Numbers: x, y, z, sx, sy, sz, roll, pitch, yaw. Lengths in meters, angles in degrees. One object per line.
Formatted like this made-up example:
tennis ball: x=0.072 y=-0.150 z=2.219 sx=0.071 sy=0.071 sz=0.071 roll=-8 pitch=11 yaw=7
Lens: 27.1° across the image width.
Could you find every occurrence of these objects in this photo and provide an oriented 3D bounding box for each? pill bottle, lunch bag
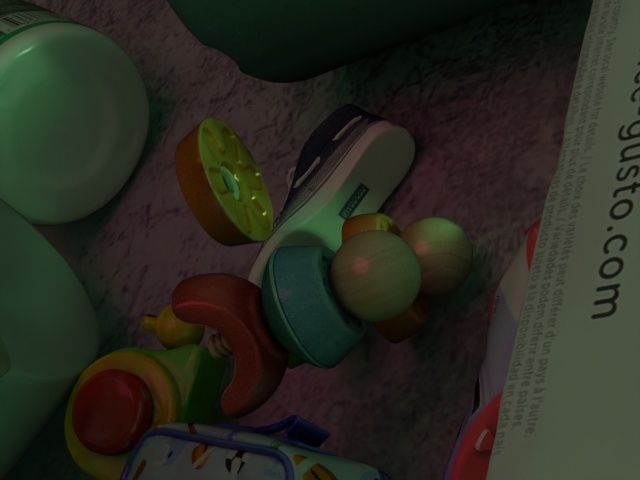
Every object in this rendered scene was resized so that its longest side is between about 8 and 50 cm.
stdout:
pill bottle: x=-0.353 y=-0.161 z=1.408 sx=0.361 sy=0.204 sz=0.204 roll=27 pitch=84 yaw=48
lunch bag: x=-0.059 y=0.238 z=0.897 sx=0.303 sy=0.115 sz=0.243 roll=-5 pitch=66 yaw=61

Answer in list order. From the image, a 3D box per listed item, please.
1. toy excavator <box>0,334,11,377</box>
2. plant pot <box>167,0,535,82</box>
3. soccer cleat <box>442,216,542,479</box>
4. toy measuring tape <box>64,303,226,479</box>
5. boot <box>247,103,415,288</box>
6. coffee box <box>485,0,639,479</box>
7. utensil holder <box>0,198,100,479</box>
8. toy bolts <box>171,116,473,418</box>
toy excavator: x=-0.267 y=0.334 z=0.901 sx=0.222 sy=0.433 sz=0.445 roll=-6 pitch=41 yaw=12
plant pot: x=0.048 y=-0.302 z=1.067 sx=0.334 sy=0.341 sz=0.341 roll=-21 pitch=52 yaw=42
soccer cleat: x=0.139 y=0.094 z=0.909 sx=0.248 sy=0.083 sz=0.095 roll=-69 pitch=14 yaw=-8
toy measuring tape: x=-0.168 y=0.206 z=1.082 sx=0.121 sy=0.121 sz=0.330 roll=8 pitch=79 yaw=45
boot: x=-0.004 y=-0.029 z=1.119 sx=0.190 sy=0.069 sz=0.086 roll=-49 pitch=35 yaw=-5
coffee box: x=0.317 y=0.036 z=0.535 sx=0.334 sy=0.338 sz=0.337 roll=-12 pitch=45 yaw=36
utensil holder: x=-0.424 y=0.146 z=1.162 sx=0.385 sy=0.328 sz=0.327 roll=-48 pitch=42 yaw=15
toy bolts: x=0.000 y=0.000 z=0.936 sx=0.158 sy=0.218 sz=0.228 roll=-24 pitch=12 yaw=20
